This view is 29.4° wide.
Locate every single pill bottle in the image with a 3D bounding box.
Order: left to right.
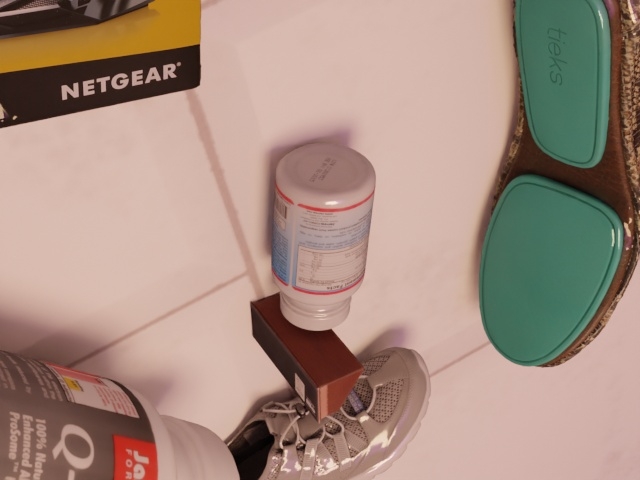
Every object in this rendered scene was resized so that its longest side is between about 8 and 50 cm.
[{"bbox_3d":[-0.250,0.200,0.997,0.363,0.210,0.210,23,111,-44],"label":"pill bottle"},{"bbox_3d":[0.000,0.000,1.089,0.087,0.087,0.160,-15,133,-24],"label":"pill bottle"}]

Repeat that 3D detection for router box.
[{"bbox_3d":[-0.229,-0.189,0.774,0.309,0.081,0.243,-16,133,-23],"label":"router box"}]

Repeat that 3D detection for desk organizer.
[{"bbox_3d":[-0.013,0.103,1.136,0.050,0.130,0.047,-21,134,-22],"label":"desk organizer"}]

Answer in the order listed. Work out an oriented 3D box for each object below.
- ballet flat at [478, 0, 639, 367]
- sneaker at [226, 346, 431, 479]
[{"bbox_3d":[0.260,-0.087,1.163,0.182,0.164,0.483,-36,140,-34],"label":"ballet flat"},{"bbox_3d":[-0.010,0.202,1.241,0.281,0.105,0.115,-39,138,1],"label":"sneaker"}]
